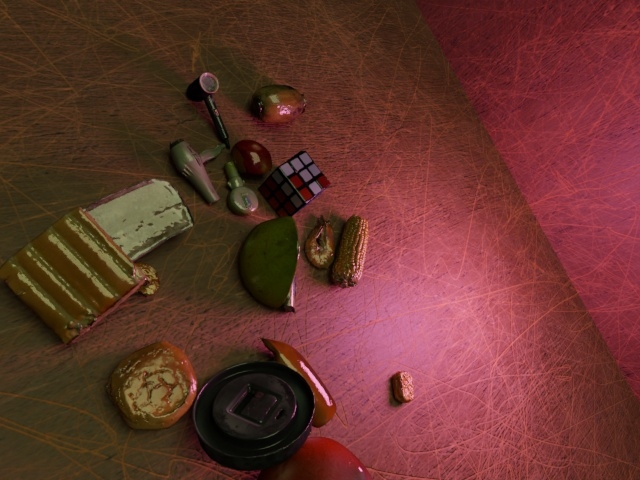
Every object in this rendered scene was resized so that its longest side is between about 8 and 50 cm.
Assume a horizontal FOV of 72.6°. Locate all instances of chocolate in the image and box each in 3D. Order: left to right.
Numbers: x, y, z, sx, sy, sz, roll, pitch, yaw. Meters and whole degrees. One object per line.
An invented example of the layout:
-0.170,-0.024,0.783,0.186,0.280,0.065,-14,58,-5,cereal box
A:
-0.519,-0.042,1.201,0.303,0.100,0.185,-33,95,-32,chocolate

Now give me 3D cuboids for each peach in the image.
-0.237,-0.292,1.529,0.151,0.151,0.119,-8,117,-38,peach

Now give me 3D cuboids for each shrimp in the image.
0.000,-0.001,1.591,0.115,0.051,0.217,16,62,-26,shrimp

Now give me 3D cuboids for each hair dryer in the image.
-0.370,-0.224,1.433,0.224,0.088,0.219,-12,82,-54,hair dryer
-0.379,-0.439,1.520,0.069,0.128,0.256,-30,109,-35,hair dryer

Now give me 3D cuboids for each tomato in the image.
-0.008,0.658,1.084,0.321,0.321,0.322,16,60,-29,tomato

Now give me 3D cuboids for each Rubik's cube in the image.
-0.094,-0.193,1.542,0.163,0.160,0.162,52,50,-2,Rubik's cube

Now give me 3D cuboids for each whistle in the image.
-0.275,-0.177,1.472,0.104,0.057,0.199,-12,77,-39,whistle

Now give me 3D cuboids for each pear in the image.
-0.153,0.041,1.335,0.139,0.239,0.289,12,61,-31,pear

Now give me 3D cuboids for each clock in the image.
-0.168,0.437,1.121,0.312,0.312,0.062,-24,127,-40,clock

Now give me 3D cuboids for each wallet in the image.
-0.097,0.150,1.409,0.039,0.110,0.155,-1,67,1,wallet

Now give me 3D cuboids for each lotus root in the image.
-0.142,-0.530,1.689,0.278,0.154,0.154,-17,78,-45,lotus root

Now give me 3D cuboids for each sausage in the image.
-0.072,0.406,1.303,0.112,0.112,0.328,-37,92,-41,sausage

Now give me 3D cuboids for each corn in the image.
0.119,0.041,1.616,0.115,0.115,0.318,30,54,-20,corn

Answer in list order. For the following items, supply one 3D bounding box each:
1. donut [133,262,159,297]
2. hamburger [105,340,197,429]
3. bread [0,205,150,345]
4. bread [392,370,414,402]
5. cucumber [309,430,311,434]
-0.496,0.110,1.184,0.108,0.043,0.097,11,63,-30,donut
-0.411,0.364,1.085,0.213,0.108,0.214,16,56,-25,hamburger
-0.580,0.089,1.044,0.239,0.111,0.246,-43,100,-14,bread
0.297,0.520,1.549,0.083,0.044,0.111,18,56,-29,bread
-0.073,0.525,1.291,0.033,0.034,0.135,-40,89,-26,cucumber
